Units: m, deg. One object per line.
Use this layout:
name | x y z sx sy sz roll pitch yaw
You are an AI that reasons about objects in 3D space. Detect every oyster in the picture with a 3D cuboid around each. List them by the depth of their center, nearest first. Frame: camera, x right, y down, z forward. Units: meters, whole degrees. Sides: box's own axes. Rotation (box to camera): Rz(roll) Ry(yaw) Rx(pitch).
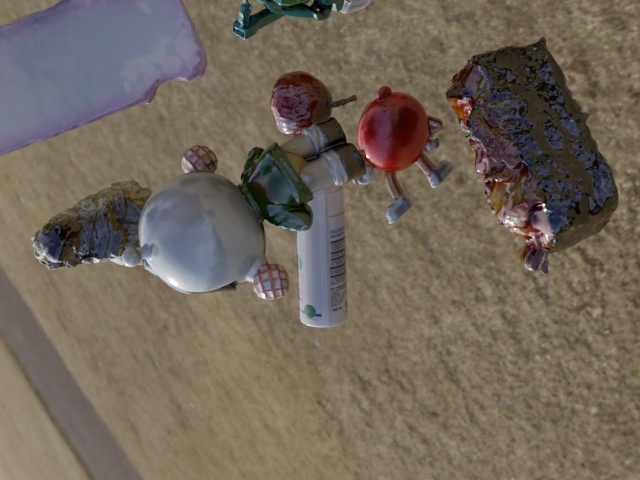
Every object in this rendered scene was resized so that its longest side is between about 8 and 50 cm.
oyster | -0.395 -0.010 1.509 0.107 0.233 0.161 -69 -32 -80

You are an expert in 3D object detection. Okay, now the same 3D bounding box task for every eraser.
eraser | -0.282 -0.205 0.969 0.359 0.272 0.122 -130 18 -69

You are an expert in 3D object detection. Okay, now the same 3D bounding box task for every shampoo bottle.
shampoo bottle | 0.000 0.000 1.543 0.092 0.092 0.303 21 119 50

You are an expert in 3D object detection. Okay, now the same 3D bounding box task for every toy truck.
toy truck | -0.017 -0.486 1.555 0.177 0.363 0.178 36 133 21

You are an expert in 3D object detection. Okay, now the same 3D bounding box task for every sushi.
sushi | 0.319 -0.123 1.313 0.196 0.182 0.343 49 -158 -73

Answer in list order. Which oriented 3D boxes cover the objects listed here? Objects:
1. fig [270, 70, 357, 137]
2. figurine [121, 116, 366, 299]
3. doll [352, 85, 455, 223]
fig | -0.026 -0.247 1.619 0.150 0.128 0.128 25 154 -15
figurine | -0.113 -0.048 1.276 0.281 0.370 0.167 58 176 20
doll | 0.123 -0.156 1.437 0.085 0.183 0.217 33 159 56
